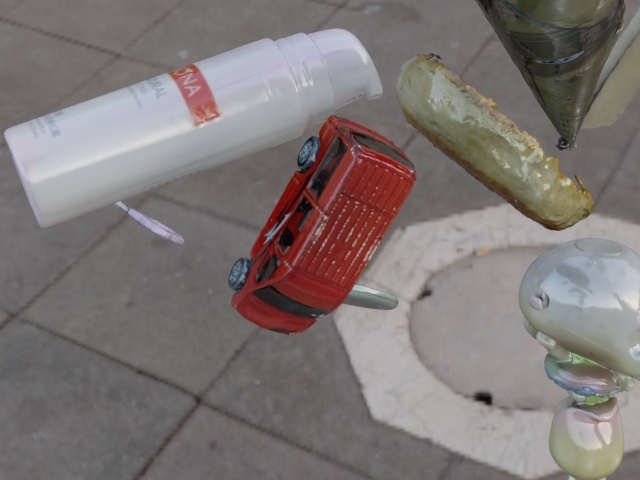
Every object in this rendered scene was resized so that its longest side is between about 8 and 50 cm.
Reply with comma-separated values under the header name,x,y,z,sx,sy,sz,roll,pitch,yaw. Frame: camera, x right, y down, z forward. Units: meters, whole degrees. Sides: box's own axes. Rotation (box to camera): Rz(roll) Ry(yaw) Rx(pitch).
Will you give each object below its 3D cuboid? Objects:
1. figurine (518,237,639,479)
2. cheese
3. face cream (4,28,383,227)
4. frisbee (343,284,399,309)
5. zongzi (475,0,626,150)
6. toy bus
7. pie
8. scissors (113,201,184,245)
name,x,y,z,sx,sy,sz,roll,pitch,yaw
figurine,0.415,0.202,1.636,0.227,0.394,0.274,-7,18,-24
cheese,0.445,-0.276,1.492,0.085,0.400,0.034,-9,63,-18
face cream,-0.112,-0.115,1.025,0.346,0.102,0.102,-23,41,-15
frisbee,0.032,0.061,1.215,0.110,0.110,0.014,8,81,18
zongzi,0.157,-0.219,0.918,0.112,0.242,0.221,-32,57,-20
toy bus,0.000,0.000,0.912,0.081,0.195,0.089,24,17,-23
pie,0.223,-0.125,1.457,0.092,0.315,0.315,-50,44,8
scissors,-0.295,-0.053,1.640,0.212,0.110,0.021,34,87,-6
